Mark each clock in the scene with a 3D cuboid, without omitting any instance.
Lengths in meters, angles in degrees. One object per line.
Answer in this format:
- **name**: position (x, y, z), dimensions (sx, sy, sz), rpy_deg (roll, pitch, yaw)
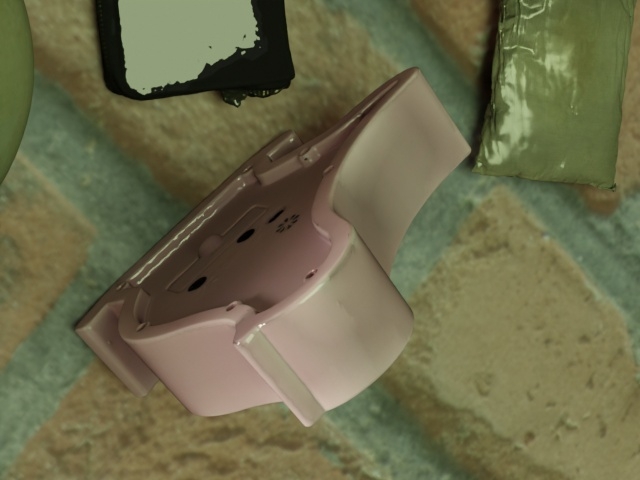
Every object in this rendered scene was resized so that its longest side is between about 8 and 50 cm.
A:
- **clock**: position (0.000, 0.000, 1.072), dimensions (0.290, 0.275, 0.080), rpy_deg (-46, 113, -20)

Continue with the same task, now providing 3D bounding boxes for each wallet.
- **wallet**: position (-0.094, -0.217, 1.115), dimensions (0.149, 0.044, 0.250), rpy_deg (-8, 102, -25)

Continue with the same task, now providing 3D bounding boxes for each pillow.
- **pillow**: position (0.199, -0.158, 1.287), dimensions (0.148, 0.050, 0.229), rpy_deg (3, 99, -25)

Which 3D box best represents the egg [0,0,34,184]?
- **egg**: position (-0.270, -0.118, 0.945), dimensions (0.187, 0.186, 0.253), rpy_deg (-19, 110, -26)
